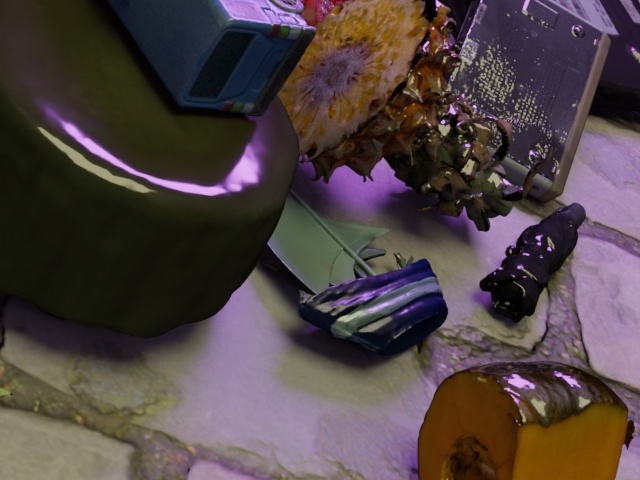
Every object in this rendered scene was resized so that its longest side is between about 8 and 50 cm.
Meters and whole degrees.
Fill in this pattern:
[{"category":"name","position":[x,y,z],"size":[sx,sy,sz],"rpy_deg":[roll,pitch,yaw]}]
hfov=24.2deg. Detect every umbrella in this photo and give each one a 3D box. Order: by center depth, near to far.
[{"category":"umbrella","position":[0.256,0.018,1.738],"size":[0.066,0.059,0.236],"rpy_deg":[58,37,-7]}]

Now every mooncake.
[{"category":"mooncake","position":[-0.202,-0.079,1.407],"size":[0.356,0.194,0.356],"rpy_deg":[25,32,-17]}]

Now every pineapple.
[{"category":"pineapple","position":[0.116,-0.122,1.670],"size":[0.272,0.262,0.262],"rpy_deg":[38,32,-33]}]

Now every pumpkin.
[{"category":"pumpkin","position":[0.202,0.241,1.358],"size":[0.139,0.190,0.280],"rpy_deg":[6,47,-32]}]

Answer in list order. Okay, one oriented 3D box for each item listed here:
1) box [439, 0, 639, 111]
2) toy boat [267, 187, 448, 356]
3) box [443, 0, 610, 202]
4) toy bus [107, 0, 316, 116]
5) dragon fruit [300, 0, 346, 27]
[{"category":"box","position":[0.328,-0.327,2.119],"size":[0.350,0.091,0.359],"rpy_deg":[4,49,-32]},{"category":"toy boat","position":[0.026,0.007,1.582],"size":[0.210,0.070,0.291],"rpy_deg":[10,38,-37]},{"category":"box","position":[0.248,-0.204,1.886],"size":[0.211,0.045,0.270],"rpy_deg":[30,60,-10]},{"category":"toy bus","position":[-0.123,-0.234,1.397],"size":[0.134,0.116,0.234],"rpy_deg":[-1,46,-44]},{"category":"dragon fruit","position":[-0.027,-0.243,1.788],"size":[0.111,0.153,0.153],"rpy_deg":[-4,33,22]}]
